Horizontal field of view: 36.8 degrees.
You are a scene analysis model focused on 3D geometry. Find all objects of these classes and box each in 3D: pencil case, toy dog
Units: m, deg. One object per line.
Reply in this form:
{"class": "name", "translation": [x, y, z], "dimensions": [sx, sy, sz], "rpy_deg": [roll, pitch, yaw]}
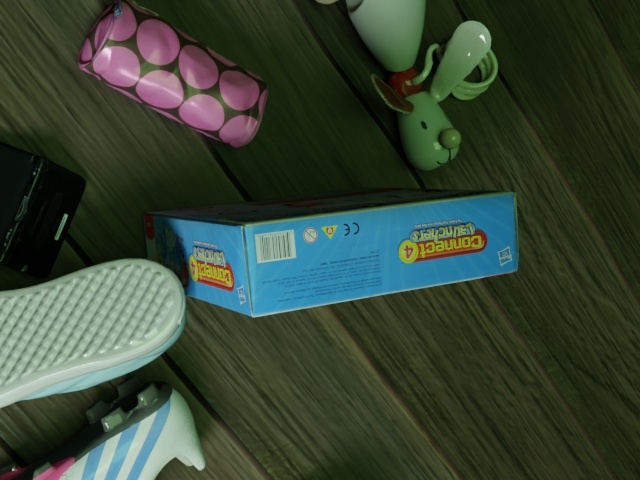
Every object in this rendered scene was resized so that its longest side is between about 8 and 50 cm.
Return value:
{"class": "pencil case", "translation": [-0.158, -0.189, 1.079], "dimensions": [0.209, 0.095, 0.098], "rpy_deg": [29, 64, -28]}
{"class": "toy dog", "translation": [0.117, -0.256, 1.174], "dimensions": [0.333, 0.161, 0.220], "rpy_deg": [47, 73, -21]}

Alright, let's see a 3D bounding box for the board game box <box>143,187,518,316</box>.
{"class": "board game box", "translation": [0.000, 0.000, 1.049], "dimensions": [0.308, 0.302, 0.086], "rpy_deg": [-8, 97, -26]}

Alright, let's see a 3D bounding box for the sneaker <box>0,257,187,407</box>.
{"class": "sneaker", "translation": [-0.313, 0.119, 0.996], "dimensions": [0.366, 0.150, 0.135], "rpy_deg": [-9, 70, -4]}

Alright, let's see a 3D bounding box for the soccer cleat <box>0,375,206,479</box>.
{"class": "soccer cleat", "translation": [-0.268, 0.285, 1.030], "dimensions": [0.331, 0.116, 0.143], "rpy_deg": [-33, 107, -22]}

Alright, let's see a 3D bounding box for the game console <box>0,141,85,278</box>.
{"class": "game console", "translation": [-0.331, -0.034, 1.040], "dimensions": [0.107, 0.071, 0.122], "rpy_deg": [31, 78, -56]}
